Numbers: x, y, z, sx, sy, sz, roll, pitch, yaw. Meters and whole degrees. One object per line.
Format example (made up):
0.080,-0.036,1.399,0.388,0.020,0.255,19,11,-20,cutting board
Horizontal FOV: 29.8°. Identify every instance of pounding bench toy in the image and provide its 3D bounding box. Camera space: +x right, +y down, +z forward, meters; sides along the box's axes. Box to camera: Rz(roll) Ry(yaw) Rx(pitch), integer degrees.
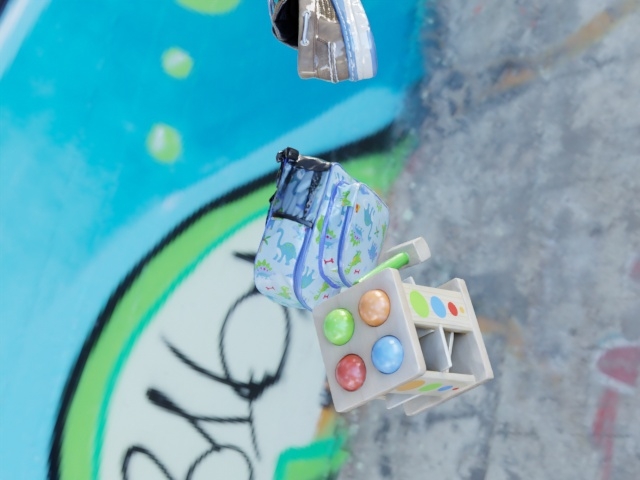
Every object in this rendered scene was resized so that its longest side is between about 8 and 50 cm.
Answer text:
0.032,0.035,0.568,0.052,0.065,0.083,-31,62,34,pounding bench toy

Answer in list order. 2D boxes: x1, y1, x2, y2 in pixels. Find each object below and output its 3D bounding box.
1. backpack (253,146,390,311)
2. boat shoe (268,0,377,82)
0.000,0.000,0.955,0.084,0.105,0.114,16,80,25,backpack
-0.007,-0.185,0.935,0.183,0.066,0.066,-108,8,-52,boat shoe
